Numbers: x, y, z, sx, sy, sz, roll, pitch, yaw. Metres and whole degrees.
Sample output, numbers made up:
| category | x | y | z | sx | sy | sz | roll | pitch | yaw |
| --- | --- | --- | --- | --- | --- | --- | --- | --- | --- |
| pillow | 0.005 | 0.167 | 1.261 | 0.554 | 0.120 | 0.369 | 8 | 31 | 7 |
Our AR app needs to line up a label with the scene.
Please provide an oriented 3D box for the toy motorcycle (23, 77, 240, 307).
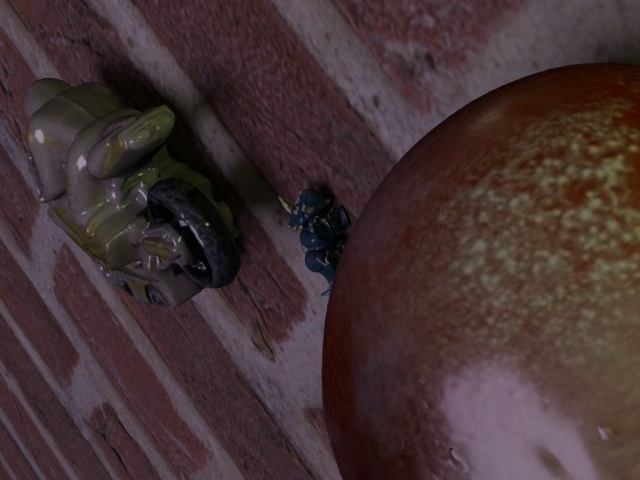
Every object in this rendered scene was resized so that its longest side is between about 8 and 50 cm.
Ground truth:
| category | x | y | z | sx | sy | sz | roll | pitch | yaw |
| --- | --- | --- | --- | --- | --- | --- | --- | --- | --- |
| toy motorcycle | -0.172 | -0.046 | 0.958 | 0.223 | 0.108 | 0.340 | 60 | 158 | -12 |

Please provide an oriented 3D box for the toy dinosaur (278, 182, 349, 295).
| category | x | y | z | sx | sy | sz | roll | pitch | yaw |
| --- | --- | --- | --- | --- | --- | --- | --- | --- | --- |
| toy dinosaur | 0.000 | 0.000 | 0.813 | 0.047 | 0.030 | 0.083 | -4 | 111 | 59 |

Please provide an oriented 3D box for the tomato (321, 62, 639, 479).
| category | x | y | z | sx | sy | sz | roll | pitch | yaw |
| --- | --- | --- | --- | --- | --- | --- | --- | --- | --- |
| tomato | 0.119 | 0.066 | 0.497 | 0.270 | 0.227 | 0.270 | 40 | 147 | 33 |
